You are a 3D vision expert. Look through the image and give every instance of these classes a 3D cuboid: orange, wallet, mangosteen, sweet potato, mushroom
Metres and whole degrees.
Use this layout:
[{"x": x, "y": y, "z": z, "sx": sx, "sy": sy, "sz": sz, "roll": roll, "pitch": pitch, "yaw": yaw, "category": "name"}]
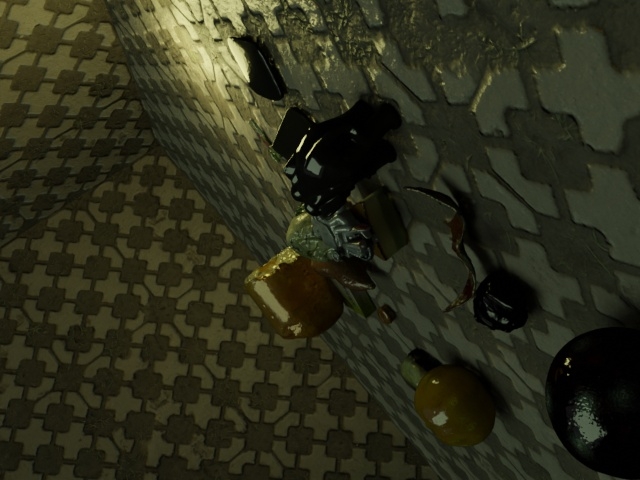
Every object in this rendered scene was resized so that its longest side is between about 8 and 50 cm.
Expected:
[{"x": 0.446, "y": 0.555, "z": 2.011, "sx": 0.279, "sy": 0.235, "sz": 0.279, "roll": 55, "pitch": 170, "yaw": 14, "category": "orange"}, {"x": -0.020, "y": -0.260, "z": 1.793, "sx": 0.309, "sy": 0.042, "sz": 0.165, "roll": 44, "pitch": 125, "yaw": 27, "category": "wallet"}, {"x": 0.558, "y": 0.291, "z": 1.084, "sx": 0.288, "sy": 0.288, "sz": 0.288, "roll": 47, "pitch": 163, "yaw": 19, "category": "mangosteen"}, {"x": 0.102, "y": 0.107, "z": 2.212, "sx": 0.337, "sy": 0.131, "sz": 0.131, "roll": 22, "pitch": 146, "yaw": 49, "category": "sweet potato"}, {"x": 0.428, "y": 0.566, "z": 2.274, "sx": 0.344, "sy": 0.130, "sz": 0.247, "roll": 46, "pitch": 159, "yaw": 24, "category": "mushroom"}]

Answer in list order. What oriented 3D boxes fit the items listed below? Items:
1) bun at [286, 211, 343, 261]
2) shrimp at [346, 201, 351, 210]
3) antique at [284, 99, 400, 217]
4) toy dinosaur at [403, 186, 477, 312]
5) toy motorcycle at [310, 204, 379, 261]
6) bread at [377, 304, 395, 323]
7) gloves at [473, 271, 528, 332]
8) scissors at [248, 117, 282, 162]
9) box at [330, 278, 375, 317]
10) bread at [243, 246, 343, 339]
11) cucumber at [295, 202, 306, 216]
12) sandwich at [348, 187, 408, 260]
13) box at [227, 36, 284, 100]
[{"x": 0.000, "y": 0.000, "z": 2.116, "sx": 0.239, "sy": 0.141, "sz": 0.239, "roll": 11, "pitch": 158, "yaw": 5, "category": "bun"}, {"x": 0.062, "y": -0.100, "z": 2.008, "sx": 0.187, "sy": 0.052, "sz": 0.132, "roll": 44, "pitch": 162, "yaw": 18, "category": "shrimp"}, {"x": 0.045, "y": -0.200, "z": 1.488, "sx": 0.185, "sy": 0.255, "sz": 0.322, "roll": 45, "pitch": 165, "yaw": 16, "category": "antique"}, {"x": 0.301, "y": 0.029, "z": 1.441, "sx": 0.327, "sy": 0.113, "sz": 0.206, "roll": 66, "pitch": -169, "yaw": -49, "category": "toy dinosaur"}, {"x": 0.055, "y": -0.043, "z": 1.690, "sx": 0.260, "sy": 0.110, "sz": 0.170, "roll": 28, "pitch": 136, "yaw": 46, "category": "toy motorcycle"}, {"x": 0.253, "y": 0.287, "z": 2.317, "sx": 0.083, "sy": 0.046, "sz": 0.081, "roll": 25, "pitch": 146, "yaw": 61, "category": "bread"}, {"x": 0.434, "y": 0.167, "z": 1.452, "sx": 0.203, "sy": 0.124, "sz": 0.164, "roll": 84, "pitch": 164, "yaw": -46, "category": "gloves"}, {"x": -0.206, "y": -0.373, "z": 2.234, "sx": 0.187, "sy": 0.020, "sz": 0.133, "roll": 53, "pitch": 168, "yaw": -6, "category": "scissors"}, {"x": 0.110, "y": 0.182, "z": 2.462, "sx": 0.175, "sy": 0.062, "sz": 0.260, "roll": 26, "pitch": 149, "yaw": 59, "category": "box"}, {"x": -0.081, "y": 0.217, "z": 2.552, "sx": 0.394, "sy": 0.361, "sz": 0.250, "roll": 54, "pitch": 151, "yaw": 2, "category": "bread"}, {"x": -0.021, "y": -0.114, "z": 2.170, "sx": 0.116, "sy": 0.085, "sz": 0.193, "roll": 13, "pitch": 175, "yaw": -21, "category": "cucumber"}, {"x": 0.138, "y": -0.071, "z": 1.754, "sx": 0.186, "sy": 0.108, "sz": 0.220, "roll": 31, "pitch": 154, "yaw": 51, "category": "sandwich"}, {"x": -0.196, "y": -0.528, "z": 1.835, "sx": 0.212, "sy": 0.042, "sz": 0.201, "roll": 31, "pitch": 154, "yaw": 50, "category": "box"}]
